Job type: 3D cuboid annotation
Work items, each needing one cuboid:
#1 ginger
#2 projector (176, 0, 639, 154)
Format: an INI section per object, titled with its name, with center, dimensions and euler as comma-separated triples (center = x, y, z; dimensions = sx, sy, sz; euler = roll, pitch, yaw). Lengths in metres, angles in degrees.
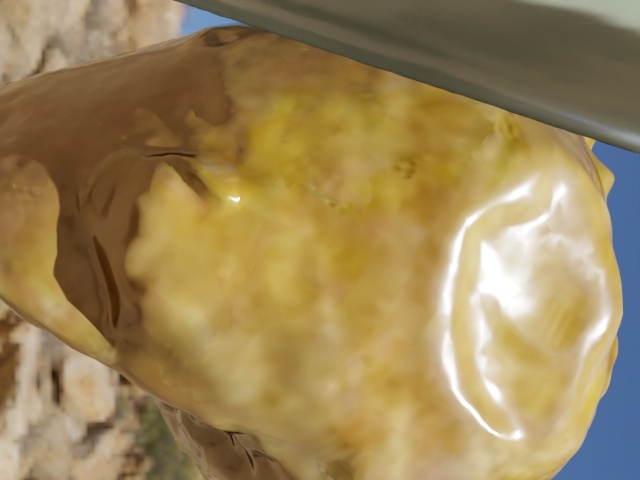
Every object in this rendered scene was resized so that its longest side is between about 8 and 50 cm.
[ginger]
center = 0.000, 0.000, 0.627
dimensions = 0.269, 0.223, 0.200
euler = 47, -3, -8
[projector]
center = 0.060, -0.186, 0.388
dimensions = 0.248, 0.249, 0.249
euler = 109, 0, -47
